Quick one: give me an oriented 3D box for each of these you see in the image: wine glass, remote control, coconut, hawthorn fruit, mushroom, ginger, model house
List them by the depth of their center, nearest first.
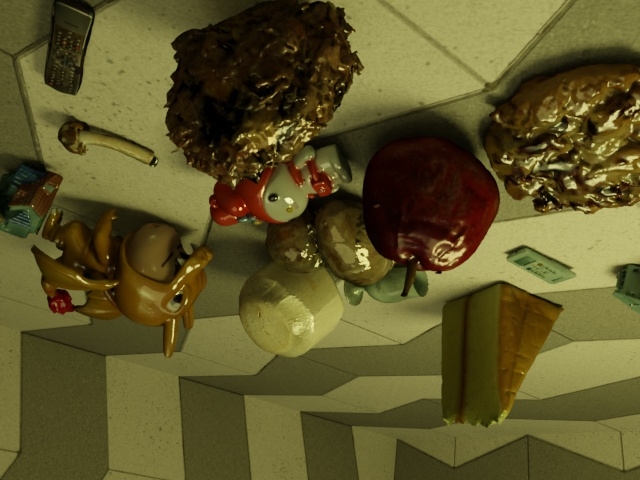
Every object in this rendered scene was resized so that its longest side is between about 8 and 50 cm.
[{"bbox_3d":[-0.389,-0.294,0.875,0.059,0.028,0.212,17,153,-24],"label":"remote control"},{"bbox_3d":[0.176,-0.032,0.959,0.230,0.266,0.210,11,172,4],"label":"hawthorn fruit"},{"bbox_3d":[-0.402,-0.175,1.083,0.187,0.061,0.060,16,148,-22],"label":"mushroom"},{"bbox_3d":[0.000,0.000,1.213,0.304,0.155,0.244,6,161,24],"label":"ginger"},{"bbox_3d":[-0.625,-0.103,1.218,0.119,0.148,0.148,31,133,-29],"label":"model house"},{"bbox_3d":[0.497,0.057,1.277,0.162,0.029,0.061,26,147,-21],"label":"remote control"},{"bbox_3d":[0.164,0.112,1.420,0.202,0.093,0.093,-10,148,38],"label":"wine glass"},{"bbox_3d":[-0.063,0.152,1.427,0.237,0.266,0.237,14,119,28],"label":"coconut"}]

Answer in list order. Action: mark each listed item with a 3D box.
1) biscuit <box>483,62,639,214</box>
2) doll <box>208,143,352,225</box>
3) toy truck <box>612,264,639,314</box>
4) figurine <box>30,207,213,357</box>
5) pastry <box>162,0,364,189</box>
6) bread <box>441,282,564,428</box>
[{"bbox_3d":[0.406,-0.134,0.879,0.289,0.081,0.334,-6,148,25],"label":"biscuit"},{"bbox_3d":[-0.089,-0.098,1.046,0.290,0.130,0.161,-17,152,17],"label":"doll"},{"bbox_3d":[0.814,0.151,1.254,0.338,0.133,0.184,28,158,-27],"label":"toy truck"},{"bbox_3d":[-0.484,0.089,1.395,0.387,0.268,0.401,22,145,-2],"label":"figurine"},{"bbox_3d":[-0.084,-0.201,0.707,0.275,0.275,0.193,-22,119,46],"label":"pastry"},{"bbox_3d":[0.449,0.321,1.445,0.244,0.362,0.233,24,149,-22],"label":"bread"}]
